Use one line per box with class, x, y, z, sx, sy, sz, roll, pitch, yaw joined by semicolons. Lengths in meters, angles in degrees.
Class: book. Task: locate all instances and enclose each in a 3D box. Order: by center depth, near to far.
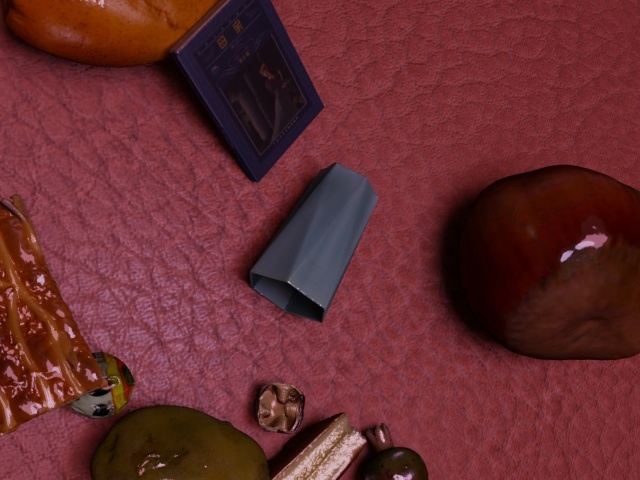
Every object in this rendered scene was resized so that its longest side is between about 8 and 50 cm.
book;-0.104;-0.249;1.198;0.191;0.025;0.269;-52;136;-22

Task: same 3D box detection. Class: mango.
mango;-0.286;-0.358;1.104;0.350;0.201;0.199;-10;129;-38

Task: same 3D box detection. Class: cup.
cup;0.000;0.000;1.242;0.134;0.148;0.236;28;66;5

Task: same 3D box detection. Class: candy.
candy;-0.408;0.214;1.032;0.305;0.083;0.091;-6;58;-22

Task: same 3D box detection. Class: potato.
potato;-0.190;0.321;1.068;0.253;0.186;0.148;10;110;-28

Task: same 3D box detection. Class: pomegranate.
pomegranate;0.117;0.376;1.275;0.114;0.114;0.142;-6;63;-29

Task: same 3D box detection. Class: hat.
hat;-0.066;0.266;1.212;0.076;0.059;0.077;13;73;-10

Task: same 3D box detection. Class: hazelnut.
hazelnut;0.444;0.033;1.358;0.409;0.359;0.359;16;77;-35

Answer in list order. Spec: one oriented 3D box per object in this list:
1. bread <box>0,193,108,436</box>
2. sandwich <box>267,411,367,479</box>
bread;-0.412;0.103;0.972;0.184;0.114;0.275;-24;83;-18
sandwich;-0.038;0.374;1.202;0.244;0.088;0.090;-41;95;-22
